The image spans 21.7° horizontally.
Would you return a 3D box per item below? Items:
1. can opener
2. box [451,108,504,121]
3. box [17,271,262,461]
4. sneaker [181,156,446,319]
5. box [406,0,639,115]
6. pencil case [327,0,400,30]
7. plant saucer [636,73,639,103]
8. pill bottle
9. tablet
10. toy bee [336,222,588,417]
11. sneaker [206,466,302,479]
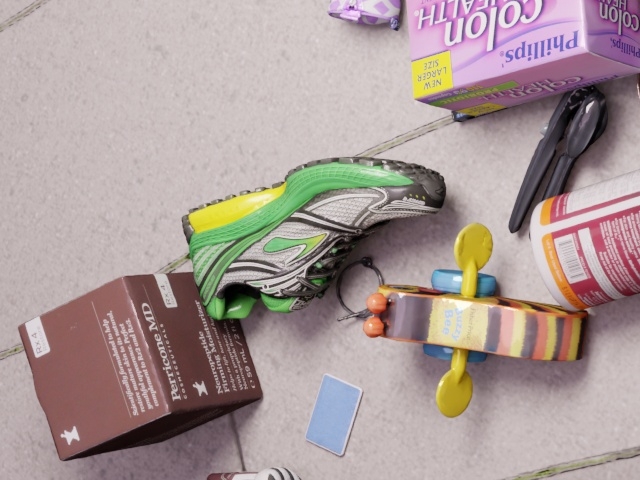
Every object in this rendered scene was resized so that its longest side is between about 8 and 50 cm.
[{"bbox_3d":[0.246,-0.084,1.757,0.059,0.073,0.186,35,116,17],"label":"can opener"},{"bbox_3d":[0.178,-0.171,1.815,0.083,0.018,0.067,-14,84,29],"label":"box"},{"bbox_3d":[-0.205,0.142,1.928,0.167,0.203,0.168,-25,79,27],"label":"box"},{"bbox_3d":[0.000,0.000,1.853,0.343,0.134,0.146,-21,73,37],"label":"sneaker"},{"bbox_3d":[0.202,-0.273,1.708,0.213,0.117,0.243,-12,78,40],"label":"box"},{"bbox_3d":[0.052,-0.337,1.846,0.086,0.088,0.206,5,92,27],"label":"pencil case"},{"bbox_3d":[0.404,-0.164,1.682,0.168,0.029,0.168,0,89,30],"label":"plant saucer"},{"bbox_3d":[0.332,-0.013,1.670,0.221,0.121,0.121,-18,81,28],"label":"pill bottle"},{"bbox_3d":[0.015,0.200,1.916,0.054,0.006,0.083,22,100,28],"label":"tablet"},{"bbox_3d":[0.121,0.092,1.769,0.298,0.162,0.195,-15,85,29],"label":"toy bee"},{"bbox_3d":[-0.103,0.402,1.941,0.162,0.106,0.281,-1,79,34],"label":"sneaker"}]
